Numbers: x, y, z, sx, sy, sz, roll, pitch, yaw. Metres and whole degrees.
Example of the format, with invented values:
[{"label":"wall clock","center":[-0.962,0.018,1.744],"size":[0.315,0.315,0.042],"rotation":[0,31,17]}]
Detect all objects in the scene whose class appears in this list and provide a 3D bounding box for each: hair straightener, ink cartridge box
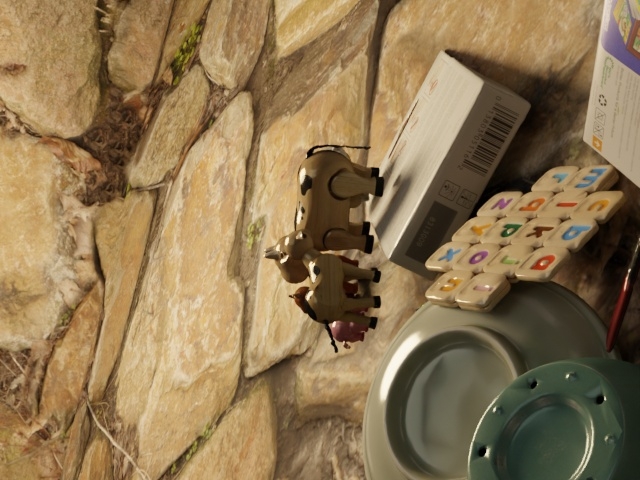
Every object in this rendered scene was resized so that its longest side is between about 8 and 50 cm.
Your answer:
[{"label":"hair straightener","center":[0.400,0.037,1.419],"size":[0.047,0.089,0.230],"rotation":[-50,-27,-64]},{"label":"ink cartridge box","center":[0.190,-0.136,1.995],"size":[0.308,0.091,0.385],"rotation":[-63,10,13]},{"label":"ink cartridge box","center":[0.423,-0.156,1.354],"size":[0.307,0.072,0.304],"rotation":[48,150,39]}]

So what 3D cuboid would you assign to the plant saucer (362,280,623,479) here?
[{"label":"plant saucer","center":[0.190,0.222,1.552],"size":[0.400,0.100,0.401],"rotation":[-18,61,36]}]

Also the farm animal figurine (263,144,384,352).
[{"label":"farm animal figurine","center":[0.000,0.000,1.976],"size":[0.330,0.172,0.327],"rotation":[-166,83,-83]}]

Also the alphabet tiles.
[{"label":"alphabet tiles","center":[0.268,-0.006,1.628],"size":[0.284,0.021,0.278],"rotation":[-42,19,-21]}]

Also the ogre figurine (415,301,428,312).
[{"label":"ogre figurine","center":[0.181,0.192,1.717],"size":[0.118,0.096,0.197],"rotation":[9,85,55]}]

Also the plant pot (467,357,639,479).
[{"label":"plant pot","center":[0.289,0.253,1.247],"size":[0.293,0.235,0.293],"rotation":[-30,40,30]}]
